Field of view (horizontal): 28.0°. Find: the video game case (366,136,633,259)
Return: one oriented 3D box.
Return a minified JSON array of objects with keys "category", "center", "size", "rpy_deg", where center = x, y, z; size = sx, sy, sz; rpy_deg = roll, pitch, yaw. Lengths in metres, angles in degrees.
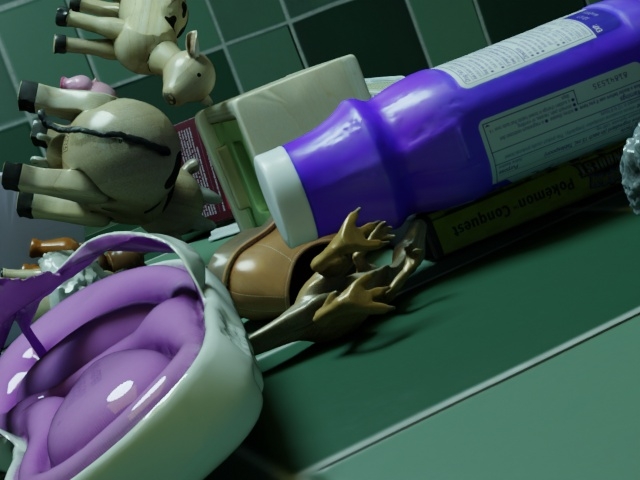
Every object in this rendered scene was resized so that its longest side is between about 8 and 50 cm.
[{"category":"video game case","center":[0.161,-0.054,1.021],"size":[0.248,0.035,0.275],"rpy_deg":[-22,7,-9]}]

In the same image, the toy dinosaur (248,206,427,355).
[{"category":"toy dinosaur","center":[-0.001,0.043,0.764],"size":[0.211,0.064,0.112],"rpy_deg":[-24,-18,-28]}]

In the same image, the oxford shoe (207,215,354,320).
[{"category":"oxford shoe","center":[0.000,0.000,0.955],"size":[0.076,0.076,0.212],"rpy_deg":[7,34,27]}]

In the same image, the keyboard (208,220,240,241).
[{"category":"keyboard","center":[-0.009,-0.042,1.450],"size":[0.256,0.014,0.072],"rpy_deg":[-16,4,30]}]

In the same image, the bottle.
[{"category":"bottle","center":[0.098,-0.075,0.858],"size":[0.283,0.092,0.118],"rpy_deg":[-22,11,-7]}]

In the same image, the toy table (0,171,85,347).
[{"category":"toy table","center":[-0.388,0.018,1.265],"size":[0.161,0.252,0.274],"rpy_deg":[10,16,43]}]

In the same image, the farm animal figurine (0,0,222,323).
[{"category":"farm animal figurine","center":[-0.169,-0.076,1.134],"size":[0.172,0.330,0.327],"rpy_deg":[8,4,-4]}]

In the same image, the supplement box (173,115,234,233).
[{"category":"supplement box","center":[-0.093,-0.094,1.516],"size":[0.239,0.130,0.073],"rpy_deg":[-15,0,38]}]

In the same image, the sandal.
[{"category":"sandal","center":[-0.127,0.050,0.684],"size":[0.169,0.102,0.416],"rpy_deg":[-40,14,-14]}]

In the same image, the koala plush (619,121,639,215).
[{"category":"koala plush","center":[0.272,-0.127,0.751],"size":[0.203,0.196,0.221],"rpy_deg":[-6,11,16]}]

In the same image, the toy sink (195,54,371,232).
[{"category":"toy sink","center":[-0.029,-0.079,1.243],"size":[0.131,0.152,0.234],"rpy_deg":[-23,9,-12]}]

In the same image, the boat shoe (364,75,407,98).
[{"category":"boat shoe","center":[0.087,-0.135,1.484],"size":[0.320,0.118,0.103],"rpy_deg":[-9,5,35]}]
